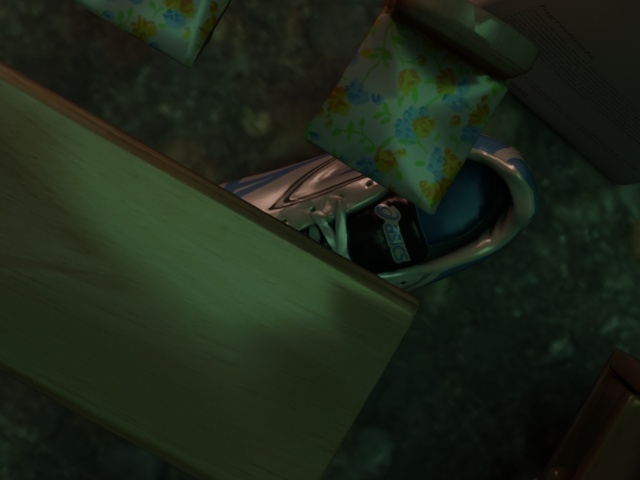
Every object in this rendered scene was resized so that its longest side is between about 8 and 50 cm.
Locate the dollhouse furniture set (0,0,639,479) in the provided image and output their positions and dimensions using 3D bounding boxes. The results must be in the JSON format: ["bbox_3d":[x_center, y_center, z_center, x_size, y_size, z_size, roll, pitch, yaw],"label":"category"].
[{"bbox_3d":[-0.002,0.069,0.786,0.394,0.256,0.362,29,93,-4],"label":"dollhouse furniture set"}]

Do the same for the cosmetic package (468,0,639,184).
[{"bbox_3d":[0.215,-0.151,0.858,0.155,0.365,0.197,40,80,-13],"label":"cosmetic package"}]

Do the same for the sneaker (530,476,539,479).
[{"bbox_3d":[0.174,0.235,0.990,0.236,0.130,0.322,33,94,4],"label":"sneaker"}]

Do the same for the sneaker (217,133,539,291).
[{"bbox_3d":[0.000,0.000,0.942,0.237,0.086,0.085,-21,97,-14],"label":"sneaker"}]
